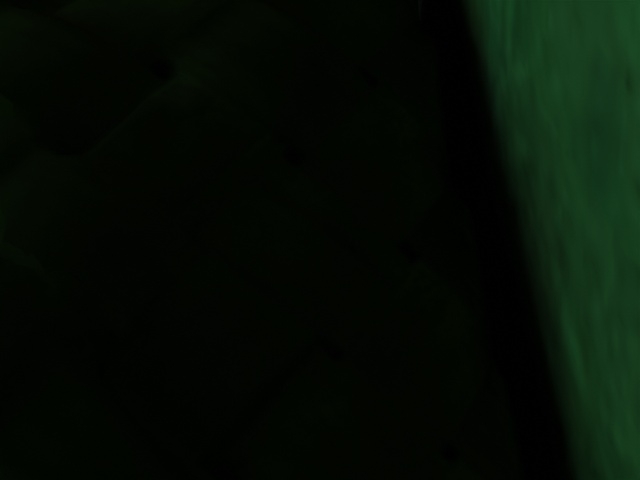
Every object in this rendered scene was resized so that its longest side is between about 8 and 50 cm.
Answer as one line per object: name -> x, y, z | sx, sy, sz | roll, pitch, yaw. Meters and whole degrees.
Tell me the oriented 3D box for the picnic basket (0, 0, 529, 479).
picnic basket -> -0.105, 0.078, 0.427 | 0.293, 0.337, 0.337 | 94, 168, -66
